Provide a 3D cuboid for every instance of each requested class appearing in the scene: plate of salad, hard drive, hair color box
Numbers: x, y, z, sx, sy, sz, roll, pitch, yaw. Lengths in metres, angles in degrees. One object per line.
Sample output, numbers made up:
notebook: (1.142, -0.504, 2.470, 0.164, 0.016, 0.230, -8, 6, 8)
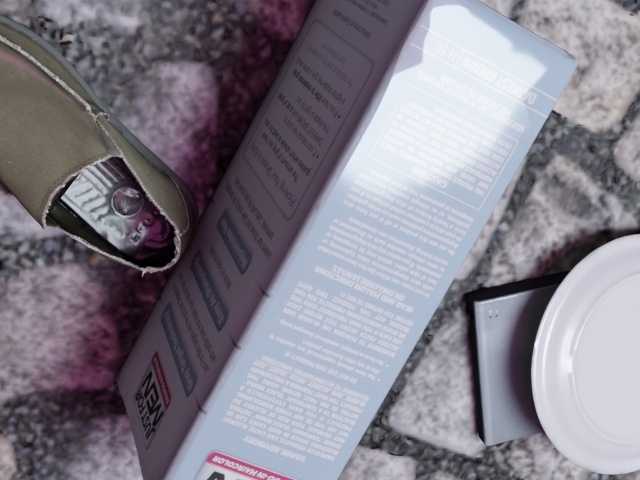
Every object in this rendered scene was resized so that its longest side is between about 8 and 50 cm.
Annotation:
plate of salad: (0.249, 0.092, 0.984, 0.199, 0.048, 0.200, -4, 99, -25)
hard drive: (0.172, 0.098, 0.994, 0.094, 0.022, 0.135, -12, 113, -11)
hair color box: (0.000, 0.000, 0.818, 0.113, 0.185, 0.374, 24, 102, -23)

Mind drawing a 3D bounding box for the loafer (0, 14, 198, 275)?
loafer: (-0.175, -0.063, 0.799, 0.251, 0.087, 0.094, 37, 97, -25)
